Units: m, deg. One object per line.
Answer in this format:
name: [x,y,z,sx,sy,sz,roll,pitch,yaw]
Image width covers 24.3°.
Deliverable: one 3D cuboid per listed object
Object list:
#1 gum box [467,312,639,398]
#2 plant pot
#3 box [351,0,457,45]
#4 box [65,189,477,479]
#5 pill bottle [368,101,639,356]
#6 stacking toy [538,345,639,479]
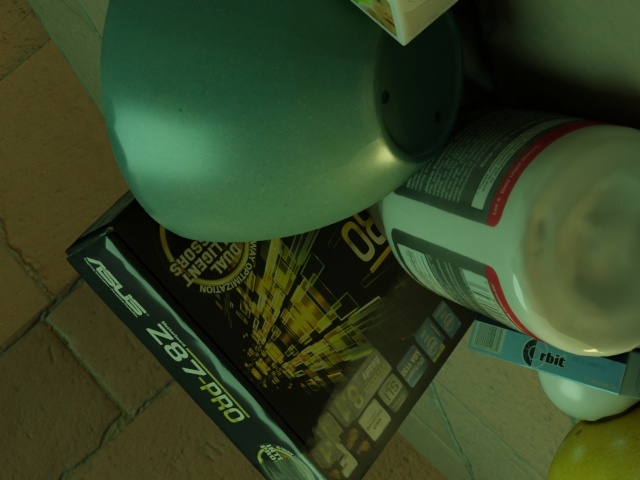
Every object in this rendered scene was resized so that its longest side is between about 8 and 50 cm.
gum box: [0.246,0.107,1.301,0.157,0.041,0.184,15,-179,42]
plant pot: [-0.003,-0.132,1.172,0.195,0.290,0.290,8,147,35]
box: [0.000,-0.301,0.993,0.262,0.127,0.231,44,171,24]
box: [0.000,0.000,1.387,0.318,0.395,0.097,51,142,-13]
pill bottle: [0.159,-0.023,1.234,0.176,0.176,0.318,52,169,-22]
stacking toy: [0.333,0.282,1.491,0.479,0.351,0.350,64,168,-6]
